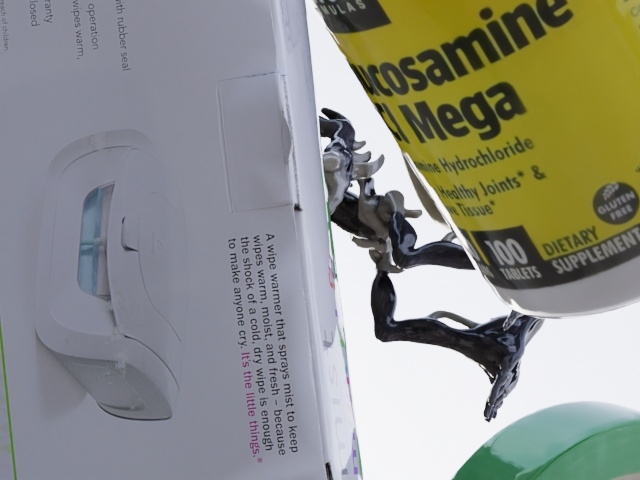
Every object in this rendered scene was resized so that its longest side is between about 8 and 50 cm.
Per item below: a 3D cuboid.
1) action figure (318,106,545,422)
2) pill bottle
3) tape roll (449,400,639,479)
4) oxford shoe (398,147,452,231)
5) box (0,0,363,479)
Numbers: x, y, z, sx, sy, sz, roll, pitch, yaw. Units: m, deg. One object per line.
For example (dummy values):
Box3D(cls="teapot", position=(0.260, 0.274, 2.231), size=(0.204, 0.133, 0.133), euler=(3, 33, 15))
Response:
Box3D(cls="action figure", position=(0.000, 0.000, 1.167), size=(0.275, 0.141, 0.164), euler=(23, -53, 15))
Box3D(cls="pill bottle", position=(0.091, -0.140, 0.973), size=(0.188, 0.188, 0.334), euler=(-16, -65, 42))
Box3D(cls="tape roll", position=(0.207, 0.286, 1.477), size=(0.077, 0.321, 0.321), euler=(13, -71, 54))
Box3D(cls="oxford shoe", position=(0.065, -0.179, 1.274), size=(0.146, 0.140, 0.397), euler=(-26, -116, 47))
Box3D(cls="box", position=(-0.113, -0.016, 0.765), size=(0.231, 0.127, 0.262), euler=(-8, -99, 5))
